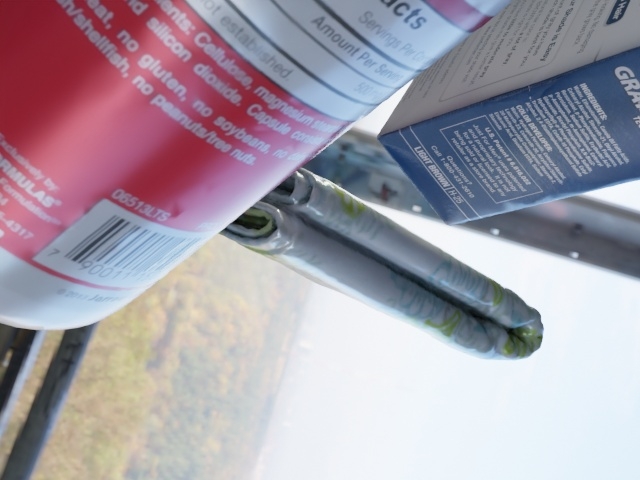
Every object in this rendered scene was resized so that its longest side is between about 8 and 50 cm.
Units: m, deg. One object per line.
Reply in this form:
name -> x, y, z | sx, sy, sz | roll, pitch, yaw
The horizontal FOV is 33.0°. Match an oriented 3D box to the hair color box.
hair color box -> 0.222, -0.130, 0.755 | 0.347, 0.105, 0.174 | -15, -146, 47

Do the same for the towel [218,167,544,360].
towel -> 0.000, 0.000, 1.059 | 0.320, 0.374, 0.090 | 28, -90, 48

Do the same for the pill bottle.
pill bottle -> -0.044, -0.152, 0.524 | 0.408, 0.229, 0.229 | -37, -168, 20
